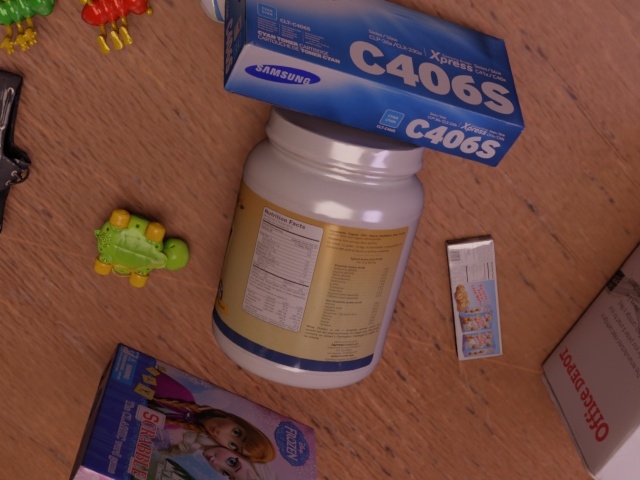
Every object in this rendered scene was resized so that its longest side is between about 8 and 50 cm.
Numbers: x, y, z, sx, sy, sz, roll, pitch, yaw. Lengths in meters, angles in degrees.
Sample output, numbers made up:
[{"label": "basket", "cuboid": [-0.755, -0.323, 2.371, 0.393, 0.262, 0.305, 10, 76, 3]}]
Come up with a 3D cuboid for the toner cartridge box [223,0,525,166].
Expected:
[{"label": "toner cartridge box", "cuboid": [0.062, -0.207, 1.265, 0.347, 0.165, 0.075, 13, 136, -19]}]

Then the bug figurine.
[{"label": "bug figurine", "cuboid": [-0.327, -0.353, 1.284, 0.216, 0.072, 0.279, -15, 116, 11]}]

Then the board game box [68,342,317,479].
[{"label": "board game box", "cuboid": [-0.154, 0.291, 1.413, 0.318, 0.319, 0.066, 26, 108, -12]}]

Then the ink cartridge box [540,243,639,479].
[{"label": "ink cartridge box", "cuboid": [0.488, 0.119, 1.381, 0.166, 0.285, 0.395, 31, 108, -13]}]

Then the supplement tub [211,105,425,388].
[{"label": "supplement tub", "cuboid": [0.000, 0.000, 1.350, 0.228, 0.228, 0.316, 12, 110, -6]}]

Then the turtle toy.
[{"label": "turtle toy", "cuboid": [-0.237, 0.008, 1.432, 0.130, 0.066, 0.095, 21, 109, -10]}]

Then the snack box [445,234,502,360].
[{"label": "snack box", "cuboid": [0.214, 0.081, 1.499, 0.064, 0.022, 0.178, -8, 111, 0]}]

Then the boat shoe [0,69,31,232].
[{"label": "boat shoe", "cuboid": [-0.409, -0.107, 1.381, 0.076, 0.080, 0.229, 5, 104, -2]}]

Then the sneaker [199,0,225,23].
[{"label": "sneaker", "cuboid": [-0.091, -0.363, 1.258, 0.091, 0.126, 0.240, 15, 110, -7]}]
